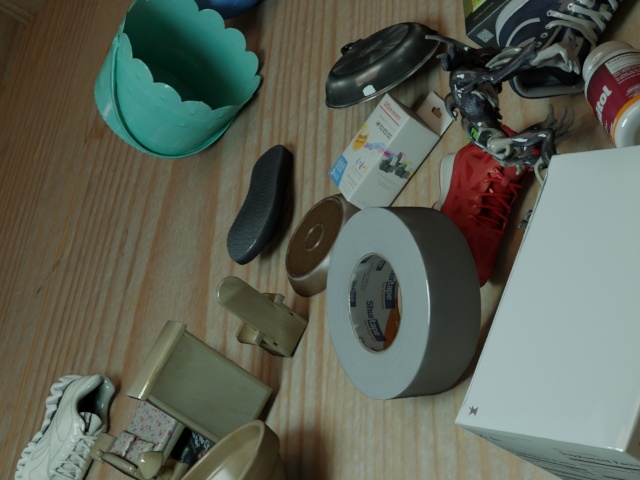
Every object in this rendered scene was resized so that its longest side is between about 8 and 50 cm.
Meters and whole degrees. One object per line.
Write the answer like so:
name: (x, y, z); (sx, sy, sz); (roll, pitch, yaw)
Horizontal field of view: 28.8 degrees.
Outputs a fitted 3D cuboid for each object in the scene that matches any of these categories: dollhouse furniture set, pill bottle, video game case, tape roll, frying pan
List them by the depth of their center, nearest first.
pill bottle: (0.331, -0.149, 1.319); (0.086, 0.086, 0.152); (-48, 28, 22)
tape roll: (0.090, 0.070, 1.424); (0.219, 0.072, 0.219); (7, 97, 60)
dollhouse furniture set: (-0.235, 0.184, 1.809); (0.355, 0.174, 0.303); (2, 58, 57)
video game case: (-0.203, 0.318, 1.835); (0.173, 0.022, 0.190); (-55, 26, 10)
frying pan: (0.092, -0.292, 1.886); (0.197, 0.053, 0.326); (-26, 24, 20)

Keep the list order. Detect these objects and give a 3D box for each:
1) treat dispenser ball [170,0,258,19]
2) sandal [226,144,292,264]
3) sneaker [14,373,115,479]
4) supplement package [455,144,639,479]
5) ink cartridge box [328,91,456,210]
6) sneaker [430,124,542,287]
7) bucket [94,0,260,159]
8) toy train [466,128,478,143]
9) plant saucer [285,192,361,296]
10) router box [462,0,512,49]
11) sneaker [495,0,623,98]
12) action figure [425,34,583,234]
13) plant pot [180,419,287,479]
treat dispenser ball: (-0.222, -0.578, 2.465); (0.288, 0.288, 0.288); (-40, 33, 33)
sandal: (-0.081, -0.056, 1.979); (0.097, 0.054, 0.254); (-28, 31, 35)
sneaker: (-0.427, 0.350, 2.105); (0.118, 0.110, 0.292); (-19, 47, 40)
supplement package: (0.264, 0.067, 1.028); (0.204, 0.145, 0.262); (-2, 63, 59)
ink cartridge box: (0.097, -0.132, 1.726); (0.181, 0.061, 0.104); (-53, 28, 11)
sneaker: (0.198, -0.056, 1.454); (0.128, 0.087, 0.221); (-41, 34, 35)
bucket: (-0.272, -0.295, 2.301); (0.183, 0.281, 0.281); (-47, 28, 41)
toy train: (0.208, -0.158, 1.614); (0.024, 0.017, 0.083); (-12, 53, 44)
plant saucer: (0.000, 0.000, 1.799); (0.168, 0.029, 0.168); (-41, 31, 32)
router box: (0.313, -0.410, 1.613); (0.309, 0.081, 0.243); (-40, 33, 34)
sneaker: (0.316, -0.281, 1.460); (0.282, 0.099, 0.153); (-45, 27, 37)
action figure: (0.223, -0.136, 1.367); (0.141, 0.164, 0.275); (-27, 63, 2)
plant pot: (-0.112, 0.342, 1.523); (0.237, 0.110, 0.237); (-46, 10, 11)
